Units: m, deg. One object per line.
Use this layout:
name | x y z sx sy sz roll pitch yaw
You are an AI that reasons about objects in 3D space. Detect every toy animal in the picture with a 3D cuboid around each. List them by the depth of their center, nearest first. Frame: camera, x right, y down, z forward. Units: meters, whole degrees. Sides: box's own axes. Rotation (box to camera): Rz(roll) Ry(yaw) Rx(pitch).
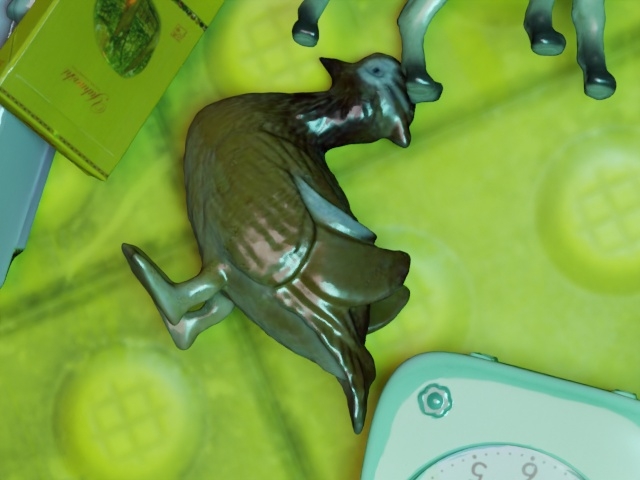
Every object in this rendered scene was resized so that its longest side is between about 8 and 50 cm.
toy animal | 0.102 -0.160 0.957 0.217 0.073 0.176 1 64 22
toy animal | 0.000 0.000 0.966 0.179 0.089 0.188 -34 75 -9

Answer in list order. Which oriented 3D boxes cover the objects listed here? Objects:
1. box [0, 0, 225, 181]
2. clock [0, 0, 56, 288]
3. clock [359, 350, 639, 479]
box | -0.100 -0.117 0.975 0.023 0.087 0.155 21 73 46
clock | -0.224 -0.110 1.012 0.186 0.083 0.253 17 89 12
clock | 0.088 0.166 0.940 0.159 0.066 0.211 16 89 12
